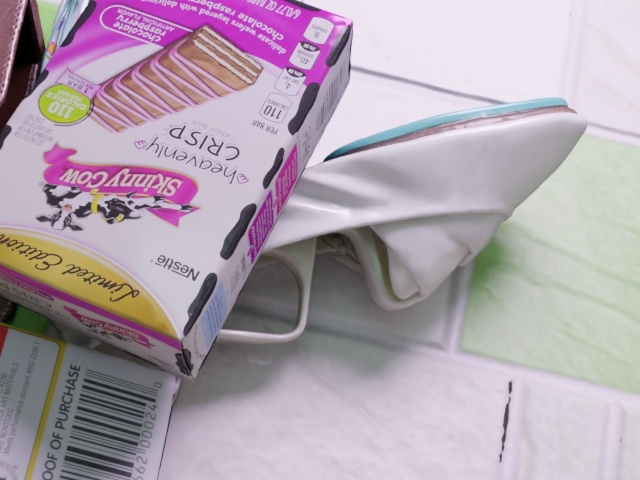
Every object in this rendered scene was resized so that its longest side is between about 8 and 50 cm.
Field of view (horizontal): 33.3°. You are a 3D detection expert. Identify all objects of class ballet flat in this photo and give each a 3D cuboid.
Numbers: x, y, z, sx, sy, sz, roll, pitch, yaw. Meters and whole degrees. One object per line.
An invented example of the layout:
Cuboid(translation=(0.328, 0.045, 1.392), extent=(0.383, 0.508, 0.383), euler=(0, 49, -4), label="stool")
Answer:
Cuboid(translation=(0.000, 0.000, 0.741), extent=(0.400, 0.139, 0.139), euler=(-11, 60, -8), label="ballet flat")

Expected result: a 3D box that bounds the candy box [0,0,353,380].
Cuboid(translation=(-0.097, -0.055, 0.647), extent=(0.159, 0.071, 0.233), euler=(21, 66, 10), label="candy box")

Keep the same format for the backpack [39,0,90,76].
Cuboid(translation=(-0.137, -0.142, 0.804), extent=(0.115, 0.152, 0.182), euler=(2, 59, 13), label="backpack")

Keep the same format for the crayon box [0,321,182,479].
Cuboid(translation=(-0.252, 0.128, 0.581), extent=(0.318, 0.081, 0.202), euler=(21, 55, -20), label="crayon box")

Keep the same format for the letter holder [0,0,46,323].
Cuboid(translation=(-0.351, -0.063, 0.713), extent=(0.302, 0.152, 0.214), euler=(5, 59, -4), label="letter holder")
